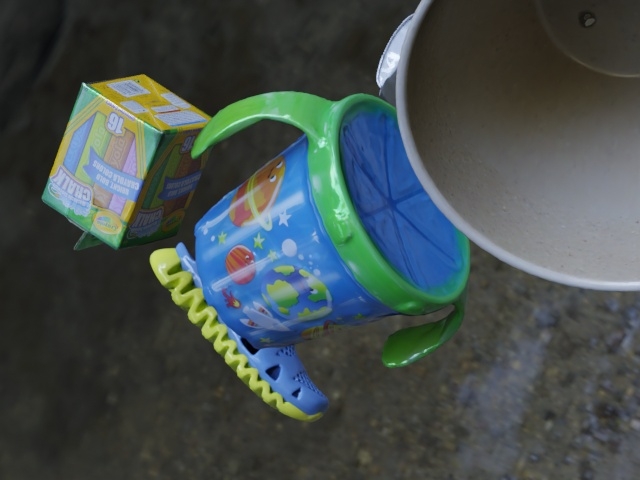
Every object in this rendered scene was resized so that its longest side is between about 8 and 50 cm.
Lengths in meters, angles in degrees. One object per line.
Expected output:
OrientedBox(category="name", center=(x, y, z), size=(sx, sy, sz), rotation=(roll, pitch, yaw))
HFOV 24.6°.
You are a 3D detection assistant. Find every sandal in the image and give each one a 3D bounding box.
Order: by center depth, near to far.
OrientedBox(category="sandal", center=(-0.088, 0.104, 1.965), size=(0.138, 0.126, 0.317), rotation=(-39, 82, -4))

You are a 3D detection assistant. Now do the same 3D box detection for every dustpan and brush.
OrientedBox(category="dustpan and brush", center=(0.128, -0.241, 1.774), size=(0.060, 0.147, 0.211), rotation=(30, 81, 30))

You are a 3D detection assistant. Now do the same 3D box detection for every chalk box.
OrientedBox(category="chalk box", center=(-0.238, -0.075, 1.787), size=(0.132, 0.132, 0.213), rotation=(31, 114, 20))

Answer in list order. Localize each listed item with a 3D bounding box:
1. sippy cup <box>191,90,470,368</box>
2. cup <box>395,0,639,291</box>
OrientedBox(category="sippy cup", center=(0.000, 0.000, 1.508), size=(0.224, 0.240, 0.305), rotation=(-27, 83, 31))
OrientedBox(category="cup", center=(0.245, -0.160, 1.179), size=(0.331, 0.331, 0.237), rotation=(-28, 22, 30))
